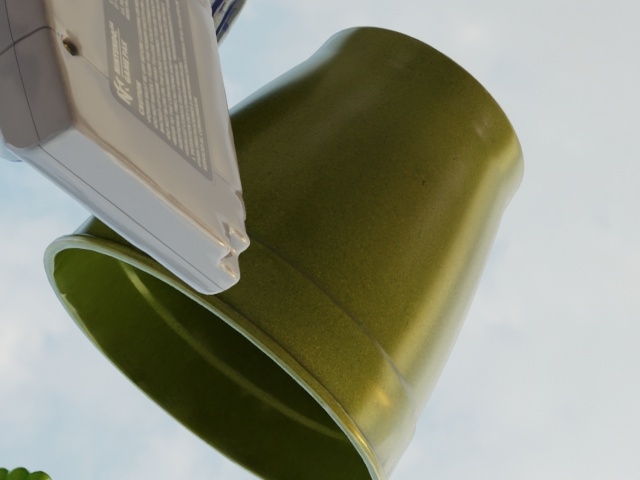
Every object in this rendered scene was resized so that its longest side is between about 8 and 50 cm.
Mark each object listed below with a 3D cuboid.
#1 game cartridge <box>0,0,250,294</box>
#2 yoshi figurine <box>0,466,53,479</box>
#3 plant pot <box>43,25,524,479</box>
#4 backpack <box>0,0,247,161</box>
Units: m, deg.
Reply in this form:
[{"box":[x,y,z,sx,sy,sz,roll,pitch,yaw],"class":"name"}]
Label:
[{"box":[-0.131,-0.128,0.800,0.198,0.062,0.297,38,-150,-43],"class":"game cartridge"},{"box":[-0.238,0.275,0.936,0.362,0.203,0.203,28,-171,-4],"class":"yoshi figurine"},{"box":[0.000,0.000,1.194,0.366,0.366,0.353,32,-114,14],"class":"plant pot"},{"box":[-0.213,-0.233,1.218,0.290,0.273,0.355,-1,-145,32],"class":"backpack"}]
